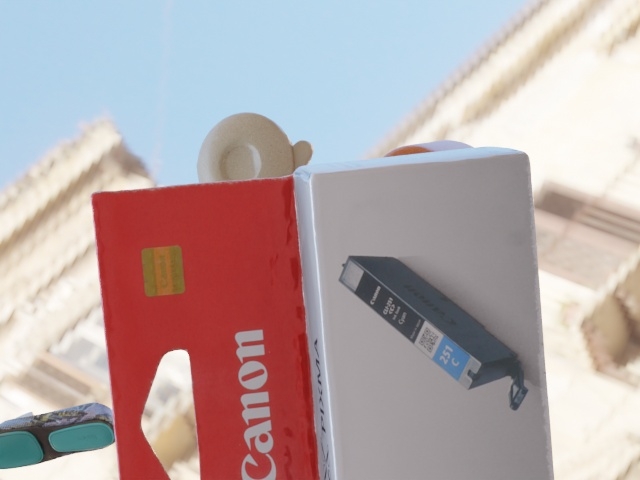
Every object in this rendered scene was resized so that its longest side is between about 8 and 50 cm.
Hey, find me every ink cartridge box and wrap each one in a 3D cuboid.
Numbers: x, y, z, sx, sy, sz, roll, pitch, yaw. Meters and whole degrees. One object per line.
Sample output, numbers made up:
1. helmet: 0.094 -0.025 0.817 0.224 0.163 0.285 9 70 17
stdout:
1. ink cartridge box: 0.006 0.103 1.189 0.261 0.066 0.296 -6 -84 -10

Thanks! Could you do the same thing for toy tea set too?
1. toy tea set: 0.000 0.000 1.591 0.124 0.336 0.200 6 -85 -65

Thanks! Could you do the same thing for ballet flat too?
1. ballet flat: -0.202 0.142 1.443 0.114 0.041 0.041 -10 -58 7
